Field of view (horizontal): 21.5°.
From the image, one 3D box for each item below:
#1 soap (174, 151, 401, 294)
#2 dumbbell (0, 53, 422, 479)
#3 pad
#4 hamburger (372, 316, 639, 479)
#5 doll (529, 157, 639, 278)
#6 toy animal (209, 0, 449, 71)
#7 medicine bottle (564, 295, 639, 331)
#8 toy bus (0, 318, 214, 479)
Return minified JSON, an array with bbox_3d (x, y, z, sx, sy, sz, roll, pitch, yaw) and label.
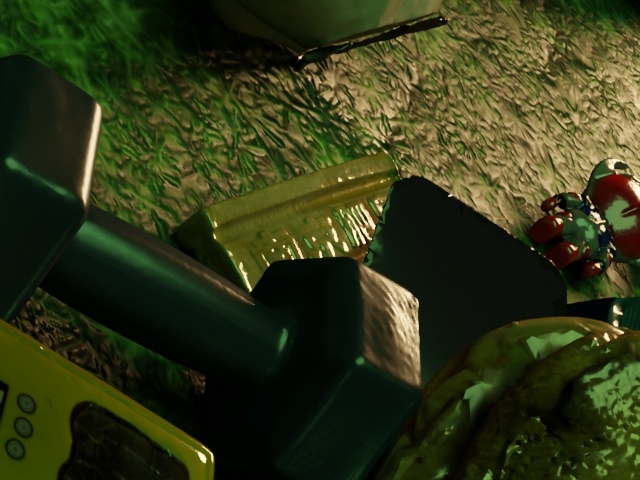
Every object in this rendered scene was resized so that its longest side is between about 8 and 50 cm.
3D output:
[{"bbox_3d":[0.001,0.000,1.180,0.252,0.037,0.092,-21,80,-56],"label":"soap"},{"bbox_3d":[-0.092,0.030,0.941,0.316,0.143,0.156,31,41,-31],"label":"dumbbell"},{"bbox_3d":[0.135,0.132,1.202,0.323,0.055,0.250,44,51,-32],"label":"pad"},{"bbox_3d":[0.161,0.197,1.017,0.314,0.170,0.290,37,72,-23],"label":"hamburger"},{"bbox_3d":[0.257,-0.015,1.495,0.194,0.062,0.104,-18,58,-47],"label":"doll"},{"bbox_3d":[0.020,-0.214,1.223,0.325,0.208,0.154,-170,-120,-81],"label":"toy animal"},{"bbox_3d":[0.291,0.150,1.361,0.258,0.124,0.079,58,27,-17],"label":"medicine bottle"},{"bbox_3d":[-0.210,0.084,0.739,0.331,0.151,0.145,36,40,-28],"label":"toy bus"}]
